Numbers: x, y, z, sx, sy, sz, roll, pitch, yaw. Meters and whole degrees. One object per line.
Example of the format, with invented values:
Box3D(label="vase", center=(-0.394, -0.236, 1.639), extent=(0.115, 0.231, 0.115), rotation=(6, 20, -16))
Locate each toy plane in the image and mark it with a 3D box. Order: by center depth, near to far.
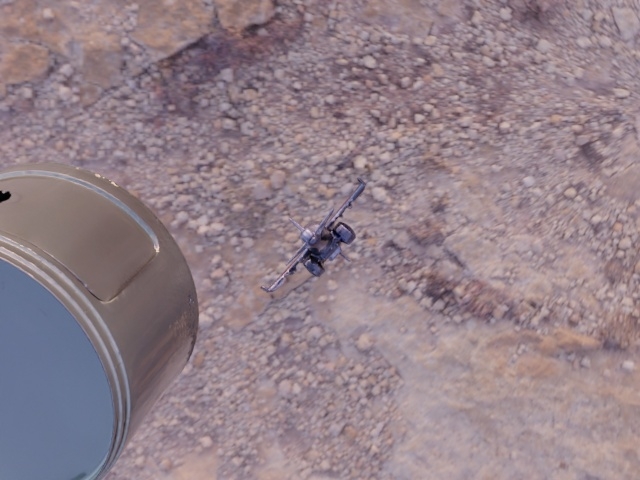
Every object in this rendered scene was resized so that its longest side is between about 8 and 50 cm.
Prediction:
Box3D(label="toy plane", center=(0.000, 0.000, 0.518), extent=(0.031, 0.083, 0.078), rotation=(44, 94, 11))

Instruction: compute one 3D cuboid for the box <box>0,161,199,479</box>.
Box3D(label="box", center=(-0.222, 0.071, 0.714), extent=(0.226, 0.149, 0.226), rotation=(5, 114, 12))
